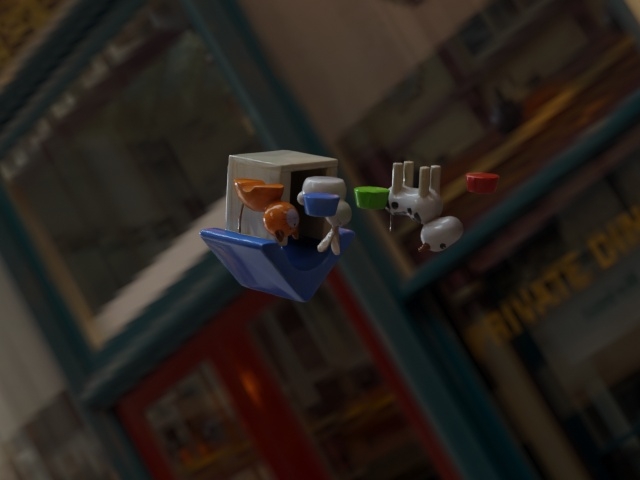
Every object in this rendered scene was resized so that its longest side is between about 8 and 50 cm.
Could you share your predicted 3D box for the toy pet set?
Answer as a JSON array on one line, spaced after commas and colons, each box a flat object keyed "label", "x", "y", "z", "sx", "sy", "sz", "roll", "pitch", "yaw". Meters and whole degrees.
[{"label": "toy pet set", "x": 0.000, "y": 0.000, "z": 0.867, "sx": 0.114, "sy": 0.065, "sz": 0.122, "roll": 12, "pitch": 14, "yaw": 42}]
